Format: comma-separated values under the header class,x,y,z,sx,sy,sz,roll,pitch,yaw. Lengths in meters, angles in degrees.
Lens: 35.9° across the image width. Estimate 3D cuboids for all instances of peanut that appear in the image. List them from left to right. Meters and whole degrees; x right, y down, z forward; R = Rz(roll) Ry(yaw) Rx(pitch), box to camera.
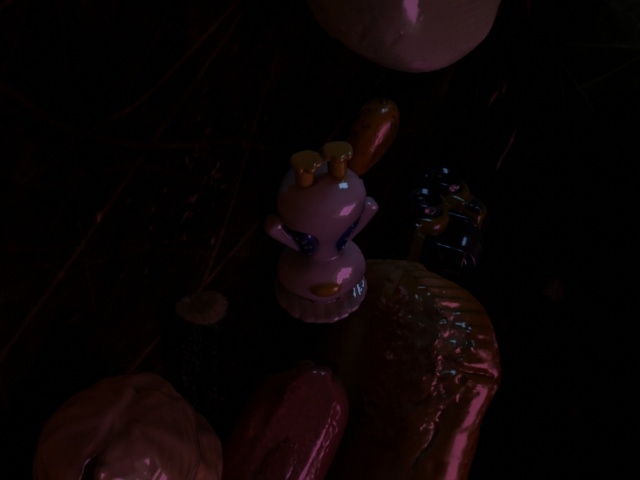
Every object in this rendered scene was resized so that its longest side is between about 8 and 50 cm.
class,x,y,z,sx,sy,sz,roll,pitch,yaw
peanut,-0.168,0.208,0.930,0.149,0.149,0.313,-61,163,-15

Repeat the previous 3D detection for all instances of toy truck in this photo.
class,x,y,z,sx,sy,sz,roll,pitch,yaw
toy truck,0.231,-0.022,1.791,0.224,0.165,0.147,-45,153,-52

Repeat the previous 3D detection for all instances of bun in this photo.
class,x,y,z,sx,sy,sz,roll,pitch,yaw
bun,0.056,-0.290,0.885,0.283,0.179,0.283,-19,113,-56

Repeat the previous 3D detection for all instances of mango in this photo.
class,x,y,z,sx,sy,sz,roll,pitch,yaw
mango,0.065,-0.136,1.313,0.114,0.057,0.079,-60,169,8

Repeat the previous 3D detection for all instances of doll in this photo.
class,x,y,z,sx,sy,sz,roll,pitch,yaw
doll,0.000,0.000,1.192,0.138,0.119,0.293,-13,142,-13

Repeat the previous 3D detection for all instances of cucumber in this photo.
class,x,y,z,sx,sy,sz,roll,pitch,yaw
cucumber,-0.131,0.131,1.067,0.215,0.058,0.052,99,16,-48

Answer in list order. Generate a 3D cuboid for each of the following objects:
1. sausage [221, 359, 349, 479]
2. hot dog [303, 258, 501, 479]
class,x,y,z,sx,sy,sz,roll,pitch,yaw
sausage,-0.062,0.295,1.353,0.280,0.152,0.152,-61,163,-18
hot dog,0.102,0.210,1.475,0.196,0.367,0.366,5,101,-39
